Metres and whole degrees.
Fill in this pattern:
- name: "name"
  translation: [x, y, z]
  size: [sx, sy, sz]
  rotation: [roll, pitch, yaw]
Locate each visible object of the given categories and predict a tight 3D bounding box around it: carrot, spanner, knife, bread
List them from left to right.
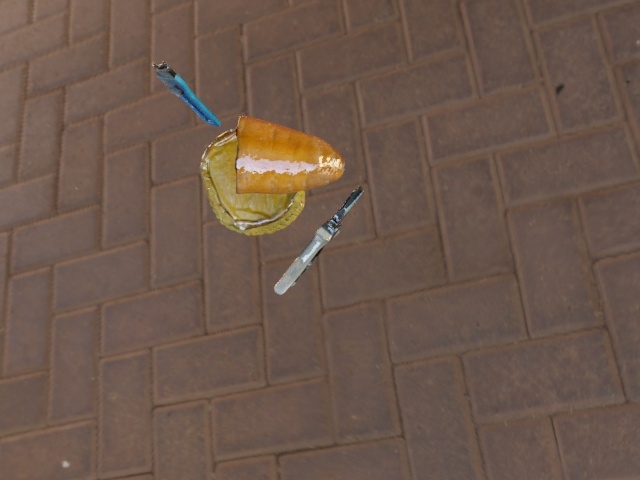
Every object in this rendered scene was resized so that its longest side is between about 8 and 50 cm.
- name: "knife"
  translation: [-0.259, -0.283, 1.499]
  size: [0.044, 0.296, 0.026]
  rotation: [6, 77, 16]
- name: "bread"
  translation: [-0.158, -0.139, 1.795]
  size: [0.227, 0.142, 0.253]
  rotation: [-22, 77, 10]
- name: "carrot"
  translation: [-0.063, -0.168, 1.529]
  size: [0.225, 0.159, 0.159]
  rotation: [3, 67, 2]
- name: "spanner"
  translation: [0.000, 0.000, 1.726]
  size: [0.040, 0.095, 0.325]
  rotation: [40, 118, 4]
